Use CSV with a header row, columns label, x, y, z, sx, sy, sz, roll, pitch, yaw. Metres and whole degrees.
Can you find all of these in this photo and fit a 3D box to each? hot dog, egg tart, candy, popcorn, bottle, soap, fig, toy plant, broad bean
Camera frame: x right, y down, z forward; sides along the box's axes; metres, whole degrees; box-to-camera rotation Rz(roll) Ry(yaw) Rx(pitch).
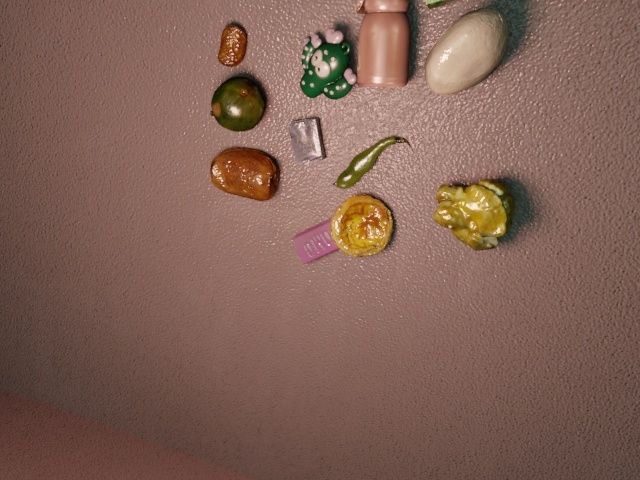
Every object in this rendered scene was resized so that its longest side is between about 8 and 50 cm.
label,x,y,z,sx,sy,sz,roll,pitch,yaw
hot dog,-0.291,-0.252,2.032,0.273,0.122,0.195,12,110,16
egg tart,0.150,-0.051,1.965,0.241,0.106,0.240,-1,94,-10
candy,0.450,-0.569,1.618,0.185,0.295,0.295,47,115,11
popcorn,0.524,-0.091,1.799,0.277,0.225,0.276,12,120,21
bottle,0.195,-0.659,1.723,0.207,0.173,0.296,22,119,44
soap,0.000,0.000,2.067,0.203,0.065,0.122,-26,101,22
fig,-0.317,-0.492,1.939,0.245,0.195,0.195,-5,112,55
hot dog,-0.321,-0.703,1.906,0.099,0.065,0.147,14,101,11
toy plant,0.022,-0.596,1.804,0.243,0.113,0.232,0,103,44
broad bean,0.175,-0.283,1.920,0.318,0.056,0.098,-28,99,21

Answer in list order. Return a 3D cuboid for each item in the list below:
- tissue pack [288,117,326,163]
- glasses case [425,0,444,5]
label,x,y,z,sx,sy,sz,roll,pitch,yaw
tissue pack,-0.050,-0.370,1.955,0.113,0.051,0.156,-5,108,19
glasses case,0.462,-0.790,1.632,0.273,0.095,0.062,-9,102,18
